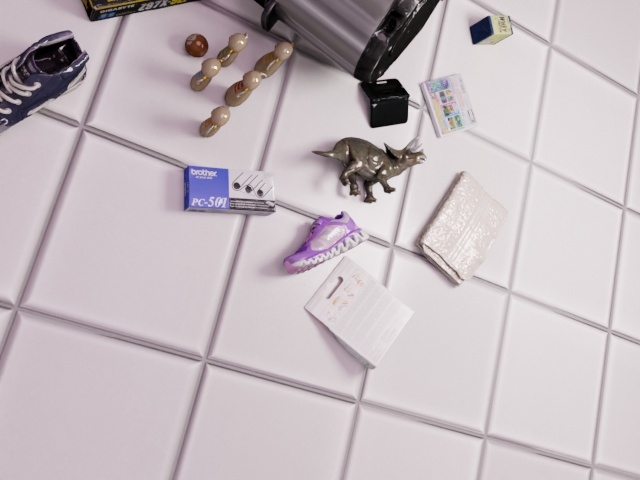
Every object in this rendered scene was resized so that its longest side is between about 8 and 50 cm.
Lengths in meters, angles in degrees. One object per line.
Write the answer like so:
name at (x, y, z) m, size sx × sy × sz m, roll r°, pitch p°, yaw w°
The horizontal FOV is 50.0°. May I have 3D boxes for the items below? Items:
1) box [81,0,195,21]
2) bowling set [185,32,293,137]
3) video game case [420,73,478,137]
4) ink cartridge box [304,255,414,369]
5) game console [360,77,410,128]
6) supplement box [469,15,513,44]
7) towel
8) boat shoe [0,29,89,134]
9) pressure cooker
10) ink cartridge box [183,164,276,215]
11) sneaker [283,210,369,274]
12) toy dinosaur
box at (-0.404, -0.649, 1.530) m, size 0.322 × 0.079 × 0.257 m, roll -22°, pitch 94°, yaw -28°
bowling set at (-0.220, -0.388, 1.537) m, size 0.200 × 0.154 × 0.287 m, roll 41°, pitch 66°, yaw -16°
video game case at (0.359, -0.375, 1.905) m, size 0.143 × 0.019 × 0.157 m, roll -20°, pitch 92°, yaw -28°
ink cartridge box at (0.093, 0.176, 1.679) m, size 0.224 × 0.056 × 0.181 m, roll 38°, pitch 66°, yaw 4°
game console at (0.168, -0.364, 1.811) m, size 0.122 × 0.071 × 0.107 m, roll -13°, pitch 58°, yaw -29°
supplement box at (0.490, -0.603, 1.969) m, size 0.083 × 0.083 × 0.056 m, roll -10°, pitch 88°, yaw -29°
towel at (0.385, -0.034, 1.848) m, size 0.187 × 0.049 × 0.282 m, roll 41°, pitch 66°, yaw -16°
boat shoe at (-0.603, -0.298, 1.327) m, size 0.340 × 0.158 × 0.127 m, roll -42°, pitch 101°, yaw -26°
pressure cooker at (0.061, -0.624, 1.576) m, size 0.420 × 0.375 × 0.370 m, roll 37°, pitch 42°, yaw 2°
ink cartridge box at (-0.205, -0.112, 1.563) m, size 0.207 × 0.046 × 0.097 m, roll 3°, pitch 79°, yaw -26°
sneaker at (0.000, 0.000, 1.631) m, size 0.236 × 0.095 × 0.105 m, roll -26°, pitch 88°, yaw -32°
toy dinosaur at (0.106, -0.194, 1.714) m, size 0.313 × 0.121 × 0.160 m, roll 9°, pitch 66°, yaw -21°
